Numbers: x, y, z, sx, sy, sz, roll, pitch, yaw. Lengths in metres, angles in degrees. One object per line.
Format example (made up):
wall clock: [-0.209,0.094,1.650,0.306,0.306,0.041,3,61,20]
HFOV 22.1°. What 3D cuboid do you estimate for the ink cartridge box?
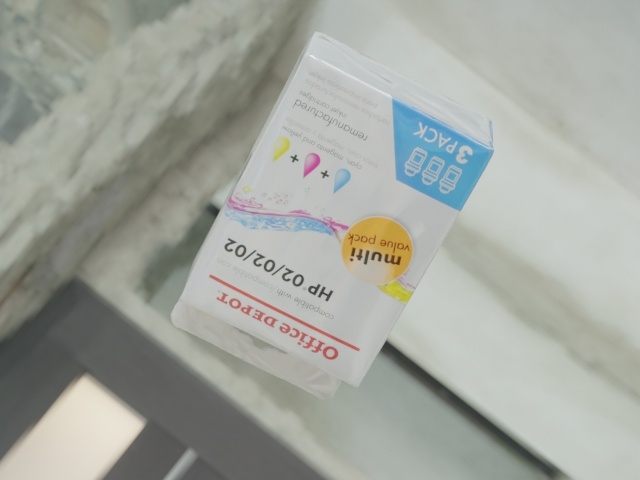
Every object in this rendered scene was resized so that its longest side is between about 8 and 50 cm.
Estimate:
ink cartridge box: [0.000,0.000,0.834,0.181,0.104,0.061,-62,5,19]
